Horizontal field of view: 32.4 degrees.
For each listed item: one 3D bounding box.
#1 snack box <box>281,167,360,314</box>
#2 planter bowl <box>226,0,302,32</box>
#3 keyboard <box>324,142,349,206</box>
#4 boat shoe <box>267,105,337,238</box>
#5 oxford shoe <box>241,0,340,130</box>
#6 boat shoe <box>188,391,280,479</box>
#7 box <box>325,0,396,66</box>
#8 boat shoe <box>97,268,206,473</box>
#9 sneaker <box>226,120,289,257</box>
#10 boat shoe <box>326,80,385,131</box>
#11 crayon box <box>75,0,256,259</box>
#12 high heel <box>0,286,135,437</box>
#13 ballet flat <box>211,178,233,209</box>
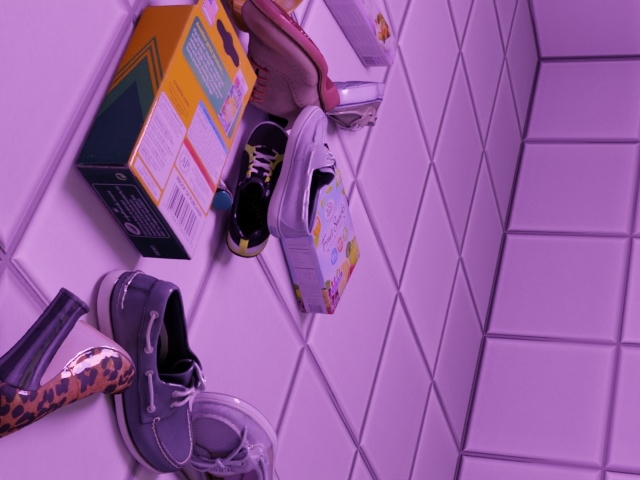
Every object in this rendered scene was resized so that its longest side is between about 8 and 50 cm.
[{"bbox_3d":[0.000,0.000,1.985,0.174,0.070,0.207,-64,146,-46],"label":"snack box"},{"bbox_3d":[-0.086,-0.426,1.649,0.217,0.090,0.217,-43,159,-21],"label":"planter bowl"},{"bbox_3d":[0.021,-0.088,2.089,0.180,0.023,0.108,67,22,-46],"label":"keyboard"},{"bbox_3d":[-0.014,-0.103,1.692,0.079,0.081,0.228,61,41,-60],"label":"boat shoe"},{"bbox_3d":[-0.065,-0.257,1.692,0.130,0.123,0.348,-39,155,-1],"label":"oxford shoe"},{"bbox_3d":[-0.127,0.350,1.641,0.103,0.118,0.320,-71,160,-45],"label":"boat shoe"},{"bbox_3d":[0.072,-0.440,2.132,0.324,0.067,0.063,45,50,-61],"label":"box"},{"bbox_3d":[-0.205,0.183,1.442,0.116,0.099,0.320,-58,144,-54],"label":"boat shoe"},{"bbox_3d":[-0.088,-0.084,1.695,0.097,0.084,0.235,109,-9,-71],"label":"sneaker"},{"bbox_3d":[0.065,-0.253,2.079,0.302,0.109,0.094,-24,117,-69],"label":"boat shoe"},{"bbox_3d":[-0.194,-0.163,1.462,0.203,0.083,0.323,64,36,-50],"label":"crayon box"},{"bbox_3d":[-0.308,0.177,1.256,0.186,0.093,0.261,-54,160,-18],"label":"high heel"},{"bbox_3d":[-0.159,-0.082,1.621,0.114,0.041,0.041,45,51,-63],"label":"ballet flat"}]
